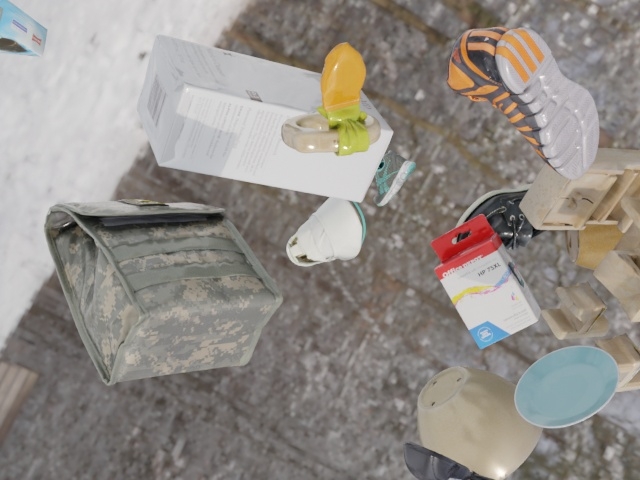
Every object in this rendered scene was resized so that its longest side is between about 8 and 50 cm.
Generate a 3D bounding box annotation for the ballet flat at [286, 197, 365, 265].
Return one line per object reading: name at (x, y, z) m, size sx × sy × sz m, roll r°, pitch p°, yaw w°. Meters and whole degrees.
ballet flat at (0.000, 0.000, 2.376) m, size 0.139 × 0.139 × 0.400 m, roll -65°, pitch -174°, yaw -12°

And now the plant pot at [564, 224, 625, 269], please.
plant pot at (0.661, -0.017, 2.295) m, size 0.237 × 0.254 × 0.237 m, roll 177°, pitch -90°, yaw -87°

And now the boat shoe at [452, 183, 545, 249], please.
boat shoe at (0.417, -0.035, 2.317) m, size 0.340 × 0.113 × 0.127 m, roll -15°, pitch 128°, yaw -48°

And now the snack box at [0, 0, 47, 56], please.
snack box at (-0.658, -0.384, 1.848) m, size 0.187 × 0.322 × 0.060 m, roll 35°, pitch 64°, yaw -73°

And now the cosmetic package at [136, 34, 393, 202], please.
cosmetic package at (-0.097, -0.205, 1.839) m, size 0.217 × 0.385 × 0.156 m, roll 59°, pitch -46°, yaw 50°

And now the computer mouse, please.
computer mouse at (0.260, 0.451, 2.031) m, size 0.262 × 0.184 × 0.060 m, roll 39°, pitch 72°, yaw -59°

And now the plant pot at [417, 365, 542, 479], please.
plant pot at (0.324, 0.391, 2.398) m, size 0.284 × 0.191 × 0.284 m, roll -35°, pitch -162°, yaw 13°

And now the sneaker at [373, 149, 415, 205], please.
sneaker at (0.147, -0.141, 2.365) m, size 0.065 × 0.076 × 0.166 m, roll -46°, pitch 174°, yaw -38°

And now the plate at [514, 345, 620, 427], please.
plate at (0.425, 0.255, 1.851) m, size 0.188 × 0.024 × 0.188 m, roll -23°, pitch -149°, yaw 14°

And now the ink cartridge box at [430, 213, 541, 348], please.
ink cartridge box at (0.320, 0.080, 2.129) m, size 0.134 × 0.231 × 0.078 m, roll -30°, pitch -179°, yaw 21°

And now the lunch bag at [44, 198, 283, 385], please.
lunch bag at (-0.229, 0.038, 1.502) m, size 0.287 × 0.235 × 0.169 m, roll 53°, pitch -51°, yaw 34°

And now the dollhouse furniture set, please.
dollhouse furniture set at (0.588, 0.016, 1.971) m, size 0.394 × 0.256 × 0.362 m, roll 61°, pitch -41°, yaw 38°

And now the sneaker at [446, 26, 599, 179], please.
sneaker at (0.327, -0.235, 1.763) m, size 0.124 × 0.321 × 0.180 m, roll -49°, pitch -145°, yaw -14°

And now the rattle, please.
rattle at (0.005, -0.186, 1.372) m, size 0.130 × 0.142 × 0.199 m, roll -17°, pitch -160°, yaw 8°
